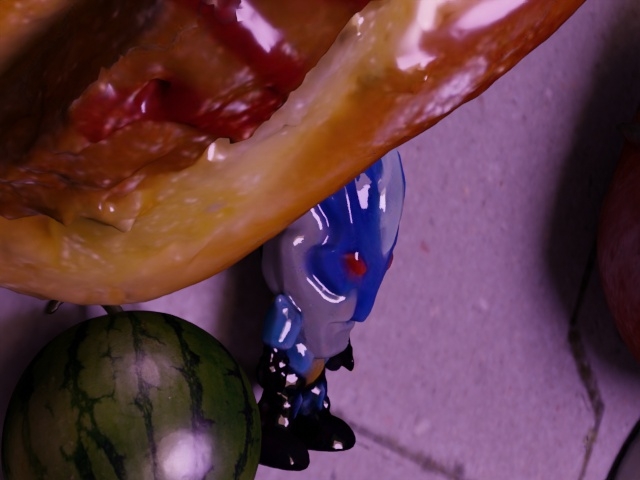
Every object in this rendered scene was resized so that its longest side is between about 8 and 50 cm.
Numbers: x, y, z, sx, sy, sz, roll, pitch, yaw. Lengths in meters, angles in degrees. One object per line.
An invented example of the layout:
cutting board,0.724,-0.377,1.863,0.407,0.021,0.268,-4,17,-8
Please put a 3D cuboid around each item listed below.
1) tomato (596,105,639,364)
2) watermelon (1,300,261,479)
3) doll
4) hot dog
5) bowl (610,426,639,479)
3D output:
tomato,0.288,0.000,0.692,0.265,0.265,0.265,-2,94,-42
watermelon,-0.069,0.071,0.486,0.109,0.109,0.109,-2,94,-42
doll,0.000,0.000,0.568,0.096,0.070,0.195,-4,103,-65
hot dog,-0.002,-0.165,0.453,0.185,0.223,0.405,42,66,-39
bowl,0.329,0.257,0.796,0.354,0.185,0.354,-3,94,-42
